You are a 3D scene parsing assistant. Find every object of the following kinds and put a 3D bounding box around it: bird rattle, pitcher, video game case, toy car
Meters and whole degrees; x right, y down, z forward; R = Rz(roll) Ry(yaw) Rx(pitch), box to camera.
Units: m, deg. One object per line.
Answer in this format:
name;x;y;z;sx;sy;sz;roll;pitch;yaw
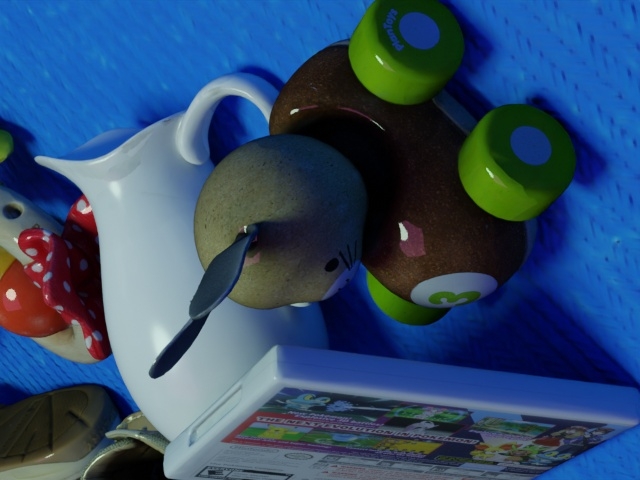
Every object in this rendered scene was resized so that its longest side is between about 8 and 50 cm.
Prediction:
bird rattle;-0.199;0.011;1.113;0.253;0.143;0.207;24;153;16
pitcher;-0.058;0.016;0.913;0.177;0.125;0.207;-20;95;42
video game case;0.038;0.103;0.833;0.183;0.201;0.023;135;140;-58
toy car;0.000;0.000;0.743;0.149;0.188;0.155;47;148;7

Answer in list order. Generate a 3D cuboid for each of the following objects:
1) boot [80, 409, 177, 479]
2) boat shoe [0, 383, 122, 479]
boot;-0.101;0.152;1.042;0.213;0.165;0.077;11;92;40
boat shoe;-0.269;0.208;1.354;0.342;0.123;0.123;-15;122;41
